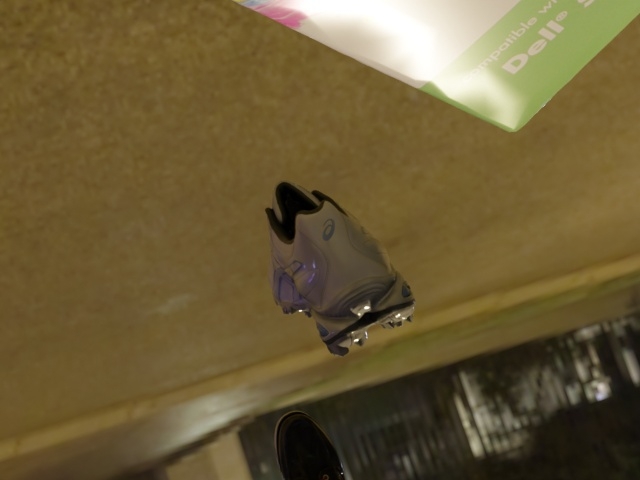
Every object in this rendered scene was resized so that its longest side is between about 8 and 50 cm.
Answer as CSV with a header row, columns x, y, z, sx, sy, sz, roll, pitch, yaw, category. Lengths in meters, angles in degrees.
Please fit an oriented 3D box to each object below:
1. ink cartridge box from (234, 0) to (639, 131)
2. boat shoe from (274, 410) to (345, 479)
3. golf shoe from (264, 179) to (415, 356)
x,y,z,sx,sy,sz,roll,pitch,yaw,category
-0.039,-0.174,0.370,0.119,0.207,0.353,-43,151,21,ink cartridge box
0.001,0.197,1.081,0.049,0.133,0.042,-18,-178,-11,boat shoe
0.000,0.000,0.767,0.069,0.086,0.176,-30,-167,-10,golf shoe
